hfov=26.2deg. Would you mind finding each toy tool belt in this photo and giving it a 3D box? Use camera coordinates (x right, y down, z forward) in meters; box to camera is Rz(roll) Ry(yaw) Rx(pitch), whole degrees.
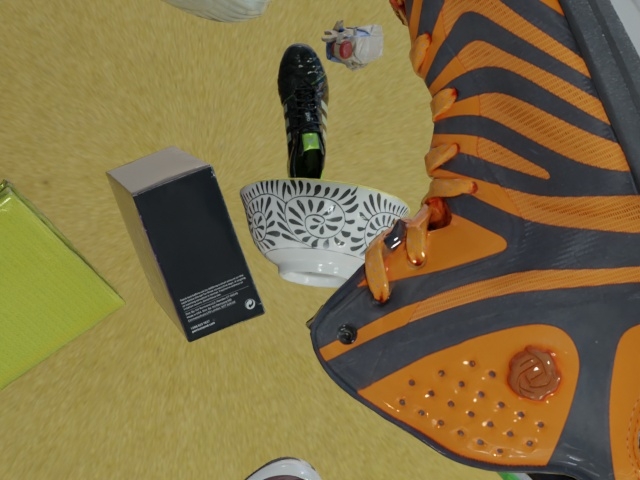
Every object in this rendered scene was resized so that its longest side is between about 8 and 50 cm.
[{"bbox_3d":[0.026,-0.202,1.430,0.051,0.083,0.052,12,109,34],"label":"toy tool belt"}]

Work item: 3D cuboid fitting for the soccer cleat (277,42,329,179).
[{"bbox_3d":[-0.015,-0.136,1.581,0.060,0.072,0.179,-6,111,-8],"label":"soccer cleat"}]

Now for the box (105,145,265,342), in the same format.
[{"bbox_3d":[-0.167,-0.003,1.644,0.103,0.261,0.184,-20,103,-12],"label":"box"}]

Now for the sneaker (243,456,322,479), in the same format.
[{"bbox_3d":[-0.088,0.348,1.335,0.281,0.162,0.106,-41,136,0],"label":"sneaker"}]

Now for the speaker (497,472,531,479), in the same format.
[{"bbox_3d":[0.261,0.233,1.271,0.131,0.131,0.296,-42,57,-3],"label":"speaker"}]

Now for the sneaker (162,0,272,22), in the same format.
[{"bbox_3d":[-0.046,-0.128,0.452,0.085,0.237,0.086,16,93,2],"label":"sneaker"}]

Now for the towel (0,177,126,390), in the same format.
[{"bbox_3d":[-0.214,0.068,0.647,0.237,0.021,0.102,-35,139,2],"label":"towel"}]

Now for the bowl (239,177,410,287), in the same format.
[{"bbox_3d":[0.000,0.000,1.342,0.170,0.170,0.080,8,78,-5],"label":"bowl"}]

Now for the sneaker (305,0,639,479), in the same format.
[{"bbox_3d":[0.051,-0.041,0.521,0.180,0.124,0.321,-33,76,14],"label":"sneaker"}]
